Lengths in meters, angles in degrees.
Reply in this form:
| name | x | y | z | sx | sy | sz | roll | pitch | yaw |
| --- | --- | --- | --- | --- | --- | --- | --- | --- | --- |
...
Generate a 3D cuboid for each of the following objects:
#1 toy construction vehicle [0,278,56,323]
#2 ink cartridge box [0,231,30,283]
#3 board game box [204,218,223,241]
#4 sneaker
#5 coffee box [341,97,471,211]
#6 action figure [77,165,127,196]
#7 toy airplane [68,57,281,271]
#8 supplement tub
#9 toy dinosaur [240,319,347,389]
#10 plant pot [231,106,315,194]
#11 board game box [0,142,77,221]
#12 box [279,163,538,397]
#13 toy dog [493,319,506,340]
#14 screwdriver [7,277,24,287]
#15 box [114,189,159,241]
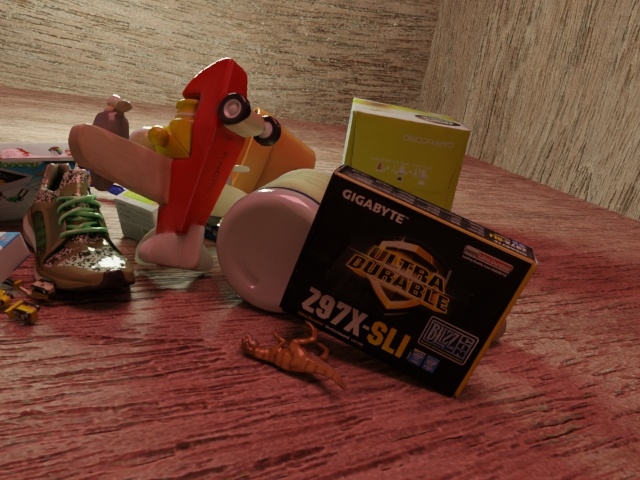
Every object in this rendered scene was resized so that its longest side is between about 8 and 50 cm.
| name | x | y | z | sx | sy | sz | roll | pitch | yaw |
| --- | --- | --- | --- | --- | --- | --- | --- | --- | --- |
| toy construction vehicle | -0.475 | 0.097 | 0.853 | 0.098 | 0.035 | 0.086 | 13 | 31 | 13 |
| ink cartridge box | -0.571 | 0.029 | 0.886 | 0.123 | 0.052 | 0.088 | 2 | 35 | 11 |
| board game box | -0.226 | -0.040 | 1.331 | 0.244 | 0.042 | 0.165 | 18 | 21 | 20 |
| sneaker | -0.466 | -0.038 | 0.995 | 0.158 | 0.181 | 0.410 | -7 | 27 | -41 |
| coffee box | 0.235 | -0.232 | 1.652 | 0.338 | 0.337 | 0.334 | 10 | 20 | 0 |
| action figure | -0.559 | -0.147 | 1.375 | 0.281 | 0.091 | 0.139 | 12 | 11 | 4 |
| toy airplane | -0.280 | -0.127 | 1.041 | 0.273 | 0.385 | 0.384 | 26 | 48 | 25 |
| supplement tub | -0.043 | -0.017 | 1.080 | 0.236 | 0.235 | 0.325 | 15 | 20 | 11 |
| toy dinosaur | -0.024 | 0.185 | 0.819 | 0.212 | 0.064 | 0.112 | 10 | 30 | 29 |
| plant pot | -0.146 | -0.205 | 1.515 | 0.204 | 0.290 | 0.291 | 21 | 16 | -19 |
| board game box | -0.676 | -0.115 | 1.091 | 0.306 | 0.193 | 0.053 | -10 | 57 | -45 |
| box | 0.125 | 0.063 | 0.837 | 0.322 | 0.257 | 0.079 | 26 | 24 | 8 |
| toy dog | 0.242 | 0.065 | 1.089 | 0.334 | 0.220 | 0.161 | 30 | 48 | 22 |
| screwdriver | -0.586 | 0.054 | 0.939 | 0.170 | 0.025 | 0.024 | 26 | 23 | 16 |
| box | -0.352 | -0.087 | 1.223 | 0.114 | 0.103 | 0.203 | 19 | 40 | 21 |
